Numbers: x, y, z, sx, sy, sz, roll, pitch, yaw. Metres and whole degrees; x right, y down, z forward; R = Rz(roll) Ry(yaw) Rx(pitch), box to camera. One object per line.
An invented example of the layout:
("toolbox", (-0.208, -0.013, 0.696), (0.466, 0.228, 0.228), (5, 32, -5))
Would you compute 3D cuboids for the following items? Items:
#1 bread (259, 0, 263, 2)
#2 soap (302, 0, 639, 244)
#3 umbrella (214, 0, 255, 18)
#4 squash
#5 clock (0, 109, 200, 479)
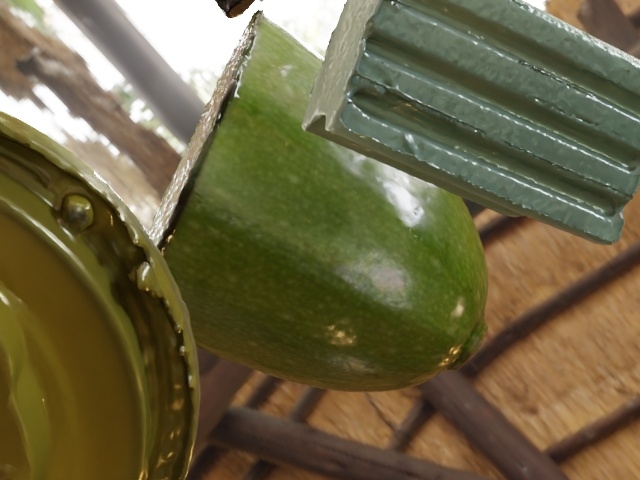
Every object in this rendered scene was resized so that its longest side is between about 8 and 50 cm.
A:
("bread", (-0.113, -0.363, 1.385), (0.125, 0.188, 0.068), (-35, 145, -48))
("soap", (0.099, -0.081, 0.642), (0.114, 0.198, 0.063), (-69, -158, -1))
("umbrella", (-0.150, -0.338, 1.085), (0.110, 0.272, 0.122), (-32, 175, 26))
("squash", (0.015, -0.009, 1.001), (0.310, 0.309, 0.310), (-157, -90, -80))
("clock", (-0.155, 0.063, 0.356), (0.237, 0.237, 0.057), (-39, -157, 9))
